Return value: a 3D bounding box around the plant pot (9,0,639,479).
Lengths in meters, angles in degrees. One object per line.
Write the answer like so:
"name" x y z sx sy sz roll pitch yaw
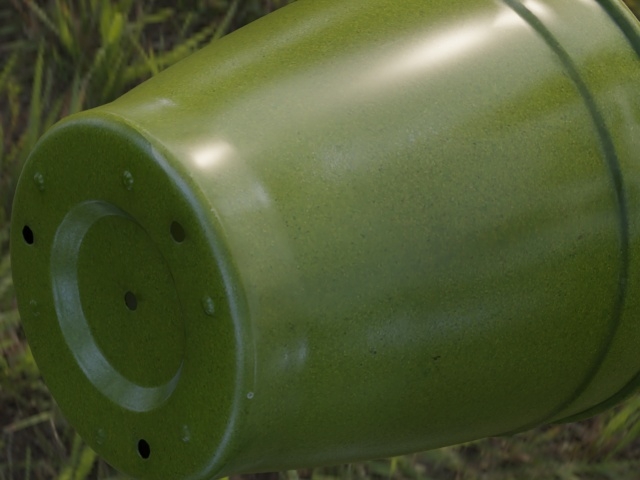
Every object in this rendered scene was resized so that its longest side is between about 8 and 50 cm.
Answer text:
"plant pot" 0.000 0.000 1.145 0.353 0.366 0.366 -18 62 -40
